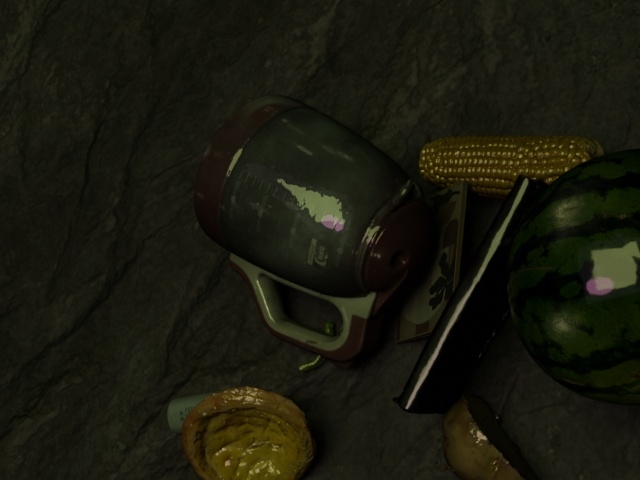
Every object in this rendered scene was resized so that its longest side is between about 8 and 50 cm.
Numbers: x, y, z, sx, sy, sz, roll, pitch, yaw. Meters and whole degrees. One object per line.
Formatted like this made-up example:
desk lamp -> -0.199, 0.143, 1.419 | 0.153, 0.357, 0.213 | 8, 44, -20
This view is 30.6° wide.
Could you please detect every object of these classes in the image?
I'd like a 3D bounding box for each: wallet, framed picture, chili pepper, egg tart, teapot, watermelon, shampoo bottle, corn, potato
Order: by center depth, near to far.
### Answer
watermelon -> 0.349, 0.044, 1.313 | 0.285, 0.285, 0.285 | -12, 64, 26
potato -> 0.195, 0.276, 1.428 | 0.089, 0.100, 0.172 | -42, 58, 15
wallet -> 0.202, 0.073, 1.445 | 0.045, 0.172, 0.318 | 31, 95, 26
corn -> 0.253, -0.097, 1.551 | 0.260, 0.091, 0.091 | 5, 88, 36
framed picture -> 0.147, 0.031, 1.565 | 0.136, 0.010, 0.201 | -25, 53, 58
egg tart -> -0.096, 0.264, 1.582 | 0.191, 0.191, 0.074 | -26, 24, 19
teapot -> 0.000, 0.000, 1.595 | 0.312, 0.233, 0.315 | 31, 112, 34
chili pepper -> -0.001, 0.151, 1.641 | 0.030, 0.017, 0.083 | 20, 78, 37
shampoo bottle -> -0.123, 0.237, 1.655 | 0.195, 0.056, 0.056 | -12, 65, 25
